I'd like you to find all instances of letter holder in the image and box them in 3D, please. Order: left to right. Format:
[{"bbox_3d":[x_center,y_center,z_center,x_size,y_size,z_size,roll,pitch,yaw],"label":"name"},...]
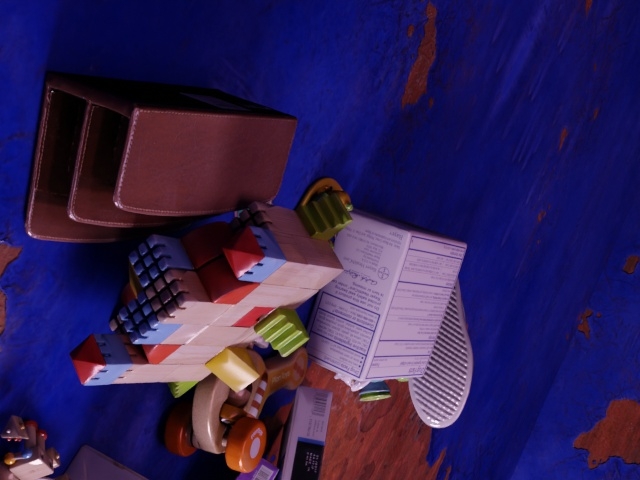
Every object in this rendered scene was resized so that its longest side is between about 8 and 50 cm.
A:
[{"bbox_3d":[-0.196,-0.079,1.176,0.301,0.152,0.215,-6,114,-56],"label":"letter holder"}]

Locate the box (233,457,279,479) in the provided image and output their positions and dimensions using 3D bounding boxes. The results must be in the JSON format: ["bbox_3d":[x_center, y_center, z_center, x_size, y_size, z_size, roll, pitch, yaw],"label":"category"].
[{"bbox_3d":[-0.173,0.498,1.548,0.293,0.057,0.201,-57,176,-19],"label":"box"}]

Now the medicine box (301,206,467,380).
[{"bbox_3d":[0.124,0.107,1.773,0.263,0.149,0.289,11,99,-58],"label":"medicine box"}]

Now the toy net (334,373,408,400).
[{"bbox_3d":[0.107,0.288,1.884,0.232,0.122,0.045,29,53,-64],"label":"toy net"}]

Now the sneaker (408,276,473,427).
[{"bbox_3d":[0.259,0.223,1.968,0.150,0.135,0.366,61,30,-61],"label":"sneaker"}]

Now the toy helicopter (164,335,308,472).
[{"bbox_3d":[-0.108,0.217,1.541,0.355,0.140,0.235,-12,109,-66],"label":"toy helicopter"}]

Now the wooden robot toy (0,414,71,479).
[{"bbox_3d":[-0.384,0.287,1.201,0.079,0.076,0.173,-24,137,-4],"label":"wooden robot toy"}]

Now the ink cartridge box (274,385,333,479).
[{"bbox_3d":[-0.036,0.362,1.579,0.333,0.065,0.166,108,-9,-69],"label":"ink cartridge box"}]

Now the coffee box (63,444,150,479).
[{"bbox_3d":[-0.260,0.403,1.364,0.098,0.141,0.246,-59,148,-18],"label":"coffee box"}]

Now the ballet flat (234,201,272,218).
[{"bbox_3d":[-0.102,0.002,1.451,0.079,0.076,0.222,-47,147,-65],"label":"ballet flat"}]

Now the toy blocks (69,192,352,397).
[{"bbox_3d":[-0.158,0.072,1.223,0.381,0.191,0.261,-38,156,21],"label":"toy blocks"}]

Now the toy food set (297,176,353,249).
[{"bbox_3d":[0.000,0.000,1.595,0.218,0.071,0.128,-61,148,-13],"label":"toy food set"}]
